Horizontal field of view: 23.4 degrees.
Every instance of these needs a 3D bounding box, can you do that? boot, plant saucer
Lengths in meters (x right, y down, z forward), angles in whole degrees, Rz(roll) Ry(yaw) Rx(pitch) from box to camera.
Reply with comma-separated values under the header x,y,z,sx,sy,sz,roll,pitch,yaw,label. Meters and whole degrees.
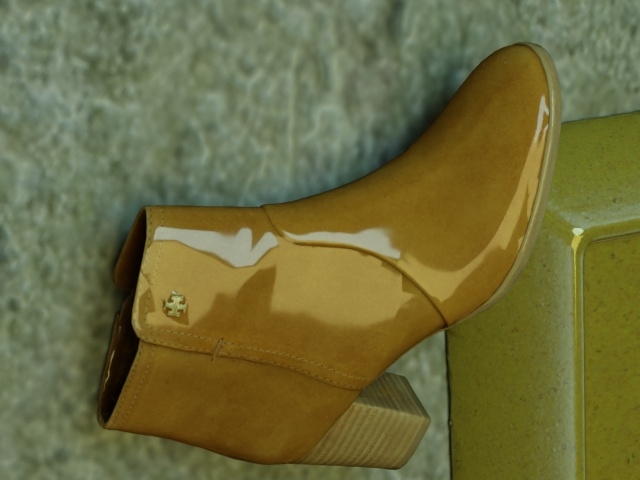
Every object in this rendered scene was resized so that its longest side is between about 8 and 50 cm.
x,y,z,sx,sy,sz,roll,pitch,yaw,label
-0.001,0.000,0.890,0.211,0.104,0.295,15,106,-26,boot
0.250,0.077,1.047,0.333,0.081,0.332,-10,107,-22,plant saucer
